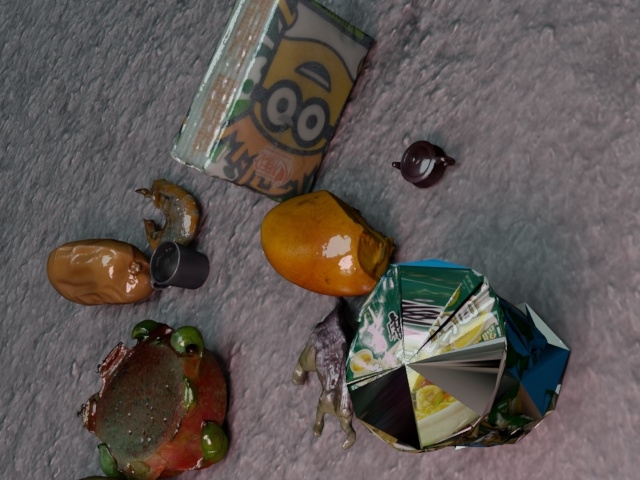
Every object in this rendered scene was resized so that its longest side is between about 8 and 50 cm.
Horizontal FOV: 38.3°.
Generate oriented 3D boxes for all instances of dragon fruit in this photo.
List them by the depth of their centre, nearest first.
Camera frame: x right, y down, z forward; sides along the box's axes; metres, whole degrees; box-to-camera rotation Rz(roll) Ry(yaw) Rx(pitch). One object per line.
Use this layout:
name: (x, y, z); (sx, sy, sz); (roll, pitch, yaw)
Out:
dragon fruit: (-0.262, 0.265, 1.514); (0.295, 0.130, 0.268); (-49, 50, 17)

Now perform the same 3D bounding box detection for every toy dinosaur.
toy dinosaur: (0.021, 0.183, 1.288); (0.294, 0.077, 0.162); (-121, 39, -63)

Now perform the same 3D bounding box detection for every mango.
mango: (0.000, 0.000, 1.382); (0.252, 0.126, 0.154); (22, 79, 44)

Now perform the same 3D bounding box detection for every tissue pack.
tissue pack: (-0.072, -0.227, 1.453); (0.128, 0.228, 0.311); (25, 94, 42)

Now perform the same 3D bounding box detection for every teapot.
teapot: (0.149, -0.113, 1.343); (0.100, 0.045, 0.068); (-4, 75, 41)

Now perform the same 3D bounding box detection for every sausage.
sausage: (-0.407, 0.059, 1.717); (0.241, 0.136, 0.120); (-3, 67, 36)

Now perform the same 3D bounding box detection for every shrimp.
shrimp: (-0.289, -0.045, 1.695); (0.132, 0.051, 0.187); (-53, 47, 7)

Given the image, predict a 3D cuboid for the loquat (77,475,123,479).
loquat: (-0.328, 0.511, 1.406); (0.276, 0.276, 0.284); (-6, 58, 40)

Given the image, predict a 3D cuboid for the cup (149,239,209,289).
cup: (-0.253, 0.053, 1.616); (0.100, 0.077, 0.078); (-42, 52, 22)

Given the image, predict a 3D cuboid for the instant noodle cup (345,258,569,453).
instant noodle cup: (0.172, 0.155, 1.140); (0.240, 0.178, 0.240); (-15, 66, 37)
